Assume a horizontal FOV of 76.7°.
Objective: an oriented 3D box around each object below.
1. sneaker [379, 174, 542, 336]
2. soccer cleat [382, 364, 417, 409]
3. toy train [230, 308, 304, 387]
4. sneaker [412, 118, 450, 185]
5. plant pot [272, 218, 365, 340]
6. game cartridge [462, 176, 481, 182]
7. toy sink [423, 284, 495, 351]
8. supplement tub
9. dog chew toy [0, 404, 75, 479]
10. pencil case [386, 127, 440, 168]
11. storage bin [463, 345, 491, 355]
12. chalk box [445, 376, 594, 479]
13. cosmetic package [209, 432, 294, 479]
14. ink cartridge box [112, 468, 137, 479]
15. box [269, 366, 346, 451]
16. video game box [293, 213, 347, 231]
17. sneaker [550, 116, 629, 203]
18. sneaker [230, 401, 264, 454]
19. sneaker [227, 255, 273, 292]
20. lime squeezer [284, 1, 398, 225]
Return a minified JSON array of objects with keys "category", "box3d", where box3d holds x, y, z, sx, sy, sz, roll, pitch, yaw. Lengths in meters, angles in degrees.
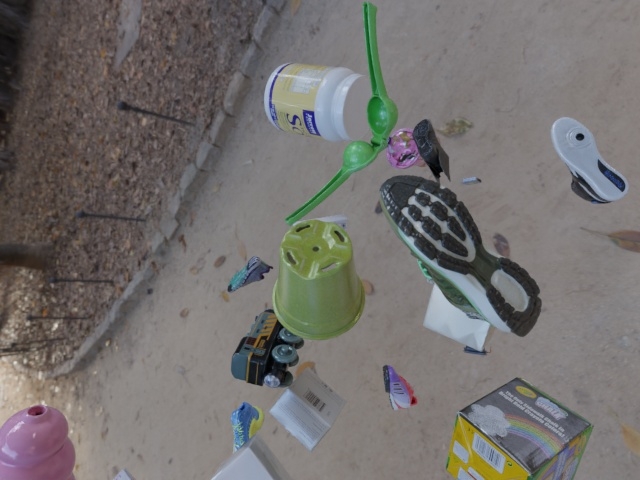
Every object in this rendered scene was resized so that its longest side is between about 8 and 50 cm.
[{"category":"sneaker","box3d":[0.249,0.046,0.838,0.410,0.158,0.182,46,153,-6]},{"category":"soccer cleat","box3d":[0.341,0.629,1.745,0.116,0.318,0.108,-11,41,12]},{"category":"toy train","box3d":[-0.155,0.332,1.305,0.190,0.334,0.142,12,115,4]},{"category":"sneaker","box3d":[0.271,-0.214,0.976,0.051,0.089,0.170,-30,38,32]},{"category":"plant pot","box3d":[-0.007,0.088,1.090,0.276,0.276,0.254,58,162,33]},{"category":"game cartridge","box3d":[0.554,-0.217,1.486,0.056,0.083,0.017,-1,89,35]},{"category":"toy sink","box3d":[0.371,0.121,0.998,0.153,0.131,0.234,20,111,32]},{"category":"supplement tub","box3d":[0.000,-0.470,1.384,0.331,0.241,0.241,21,102,33]},{"category":"dog chew toy","box3d":[-0.650,0.520,0.902,0.206,0.206,0.332,27,106,45]},{"category":"pencil case","box3d":[0.408,-0.391,1.741,0.167,0.386,0.160,5,103,28]},{"category":"storage bin","box3d":[0.596,0.384,1.536,0.098,0.135,0.091,3,75,23]},{"category":"chalk box","box3d":[0.332,0.328,0.658,0.132,0.213,0.132,32,126,52]},{"category":"cosmetic package","box3d":[-0.150,0.629,1.006,0.224,0.138,0.224,49,168,10]},{"category":"ink cartridge box","box3d":[-0.358,0.625,0.785,0.065,0.186,0.311,1,126,48]},{"category":"box","box3d":[-0.037,0.542,1.320,0.181,0.182,0.119,39,105,12]},{"category":"video game box","box3d":[0.000,0.000,1.552,0.048,0.205,0.187,-116,20,-53]},{"category":"sneaker","box3d":[0.591,-0.171,0.932,0.079,0.121,0.217,-31,77,8]},{"category":"sneaker","box3d":[-0.289,0.684,1.440,0.091,0.240,0.126,-34,106,25]},{"category":"sneaker","box3d":[-0.295,0.162,1.679,0.224,0.098,0.083,-42,31,28]},{"category":"lime squeezer","box3d":[0.052,-0.150,0.574,0.059,0.110,0.310,34,107,41]}]
